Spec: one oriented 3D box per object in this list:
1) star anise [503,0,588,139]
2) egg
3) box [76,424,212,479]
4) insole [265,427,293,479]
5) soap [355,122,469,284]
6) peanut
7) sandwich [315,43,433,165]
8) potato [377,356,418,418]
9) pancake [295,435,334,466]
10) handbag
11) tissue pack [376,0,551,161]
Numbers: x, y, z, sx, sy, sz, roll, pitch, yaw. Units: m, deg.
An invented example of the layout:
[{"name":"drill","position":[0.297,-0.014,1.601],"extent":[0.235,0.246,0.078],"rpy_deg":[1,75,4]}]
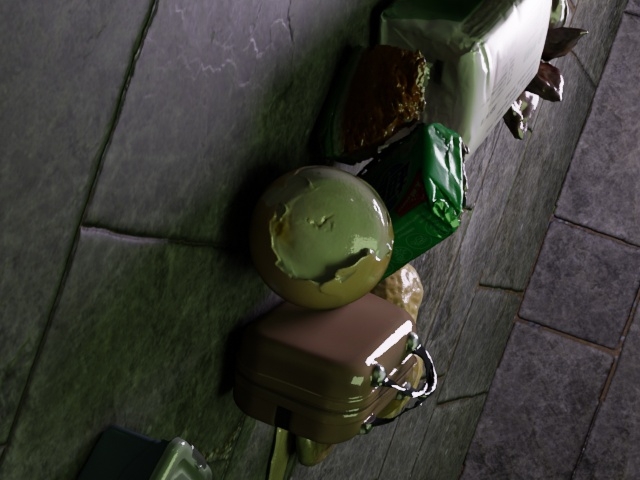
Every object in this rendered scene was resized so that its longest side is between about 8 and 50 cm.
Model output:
[{"name":"star anise","position":[0.369,-0.350,2.319],"extent":[0.117,0.331,0.332],"rpy_deg":[9,104,-28]},{"name":"egg","position":[0.000,0.000,1.720],"extent":[0.244,0.201,0.201],"rpy_deg":[90,24,-75]},{"name":"box","position":[-0.236,0.349,1.532],"extent":[0.227,0.130,0.162],"rpy_deg":[-64,159,-20]},{"name":"insole","position":[-0.066,0.352,2.158],"extent":[0.081,0.011,0.248],"rpy_deg":[-40,144,-54]},{"name":"soap","position":[0.107,-0.036,1.864],"extent":[0.273,0.098,0.218],"rpy_deg":[-38,-141,42]},{"name":"peanut","position":[0.114,0.180,2.232],"extent":[0.149,0.149,0.313],"rpy_deg":[52,40,-67]},{"name":"sandwich","position":[0.088,-0.193,1.829],"extent":[0.109,0.159,0.185],"rpy_deg":[28,77,-53]},{"name":"potato","position":[0.068,0.260,2.059],"extent":[0.261,0.100,0.120],"rpy_deg":[-3,99,-29]},{"name":"pancake","position":[0.014,0.293,2.238],"extent":[0.242,0.050,0.242],"rpy_deg":[10,90,-72]},{"name":"handbag","position":[0.039,0.191,1.876],"extent":[0.302,0.283,0.149],"rpy_deg":[-31,135,-60]},{"name":"tissue pack","position":[0.233,-0.314,2.035],"extent":[0.356,0.193,0.266],"rpy_deg":[-49,152,-42]}]
